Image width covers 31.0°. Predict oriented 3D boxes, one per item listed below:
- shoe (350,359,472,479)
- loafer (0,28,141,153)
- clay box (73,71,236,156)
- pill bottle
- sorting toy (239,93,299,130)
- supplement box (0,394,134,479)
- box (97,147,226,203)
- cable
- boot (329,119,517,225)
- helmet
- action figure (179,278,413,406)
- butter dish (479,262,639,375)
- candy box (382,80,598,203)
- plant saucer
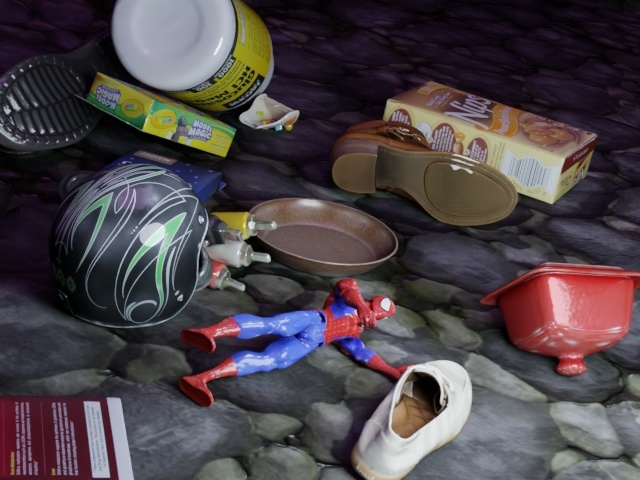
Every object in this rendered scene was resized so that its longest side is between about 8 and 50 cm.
[{"bbox_3d":[0.103,0.166,1.134,0.077,0.058,0.219,31,30,15],"label":"shoe"},{"bbox_3d":[-0.395,-0.206,1.707,0.130,0.133,0.366,-19,12,28],"label":"loafer"},{"bbox_3d":[-0.241,-0.186,1.692,0.127,0.053,0.222,28,7,32],"label":"clay box"},{"bbox_3d":[-0.183,-0.305,1.817,0.188,0.187,0.334,17,2,13],"label":"pill bottle"},{"bbox_3d":[-0.091,-0.201,1.897,0.075,0.044,0.083,-22,40,-39],"label":"sorting toy"},{"bbox_3d":[-0.276,0.185,0.919,0.240,0.073,0.130,5,24,-17],"label":"supplement box"},{"bbox_3d":[-0.224,-0.074,1.561,0.137,0.036,0.225,16,23,11],"label":"box"},{"bbox_3d":[-0.203,-0.003,1.398,0.287,0.072,0.139,12,54,22],"label":"cable"},{"bbox_3d":[0.154,-0.112,1.758,0.284,0.109,0.220,6,20,4],"label":"boot"},{"bbox_3d":[-0.209,-0.003,1.253,0.170,0.161,0.169,10,24,-4],"label":"helmet"},{"bbox_3d":[0.005,0.109,1.194,0.139,0.091,0.280,22,26,37],"label":"action figure"},{"bbox_3d":[0.284,0.097,1.328,0.160,0.118,0.160,4,-19,-18],"label":"butter dish"},{"bbox_3d":[0.280,-0.170,1.932,0.317,0.087,0.183,22,26,22],"label":"candy box"},{"bbox_3d":[0.000,0.000,1.496,0.199,0.036,0.198,10,25,-5],"label":"plant saucer"}]
